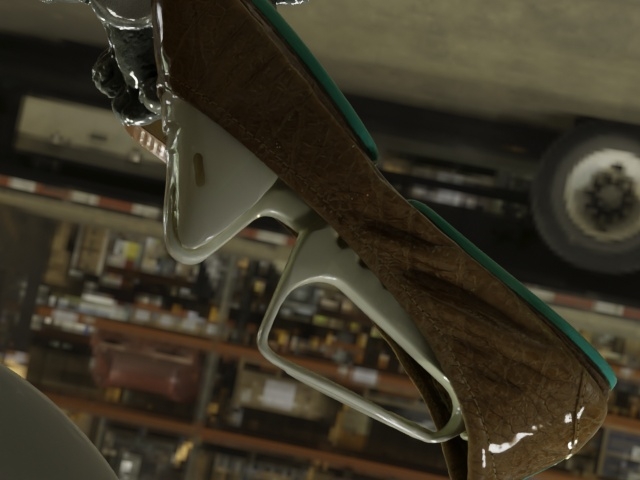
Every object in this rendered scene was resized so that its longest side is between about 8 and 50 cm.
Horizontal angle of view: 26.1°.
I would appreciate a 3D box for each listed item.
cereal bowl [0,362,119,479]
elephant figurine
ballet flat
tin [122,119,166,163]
[{"bbox_3d":[-0.257,0.218,0.800,0.339,0.339,0.141,15,133,-45],"label":"cereal bowl"},{"bbox_3d":[-0.147,-0.203,0.982,0.169,0.186,0.239,10,151,36],"label":"elephant figurine"},{"bbox_3d":[0.000,0.000,0.711,0.342,0.124,0.116,47,170,-2],"label":"ballet flat"},{"bbox_3d":[-0.099,-0.100,1.248,0.190,0.106,0.040,37,144,8],"label":"tin"}]
